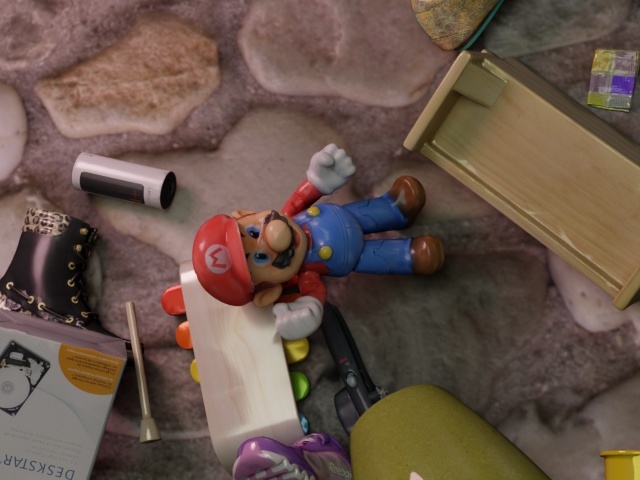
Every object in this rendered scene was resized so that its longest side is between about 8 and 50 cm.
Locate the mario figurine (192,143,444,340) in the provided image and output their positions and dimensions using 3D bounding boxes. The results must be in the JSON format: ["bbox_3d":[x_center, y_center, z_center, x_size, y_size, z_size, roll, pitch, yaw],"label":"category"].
[{"bbox_3d":[0.000,0.000,1.621,0.320,0.170,0.198,-11,36,-25],"label":"mario figurine"}]

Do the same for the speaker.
[{"bbox_3d":[-0.267,-0.082,1.820,0.136,0.055,0.055,13,79,15],"label":"speaker"}]

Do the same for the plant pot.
[{"bbox_3d":[0.156,0.319,1.535,0.274,0.275,0.293,-31,53,3],"label":"plant pot"}]

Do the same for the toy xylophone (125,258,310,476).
[{"bbox_3d":[-0.124,0.147,1.714,0.236,0.081,0.323,-7,74,10],"label":"toy xylophone"}]

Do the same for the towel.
[{"bbox_3d":[0.381,-0.211,1.736,0.060,0.009,0.083,10,78,14],"label":"towel"}]

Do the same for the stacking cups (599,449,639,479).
[{"bbox_3d":[0.369,0.402,1.532,0.096,0.096,0.316,0,75,12],"label":"stacking cups"}]

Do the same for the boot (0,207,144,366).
[{"bbox_3d":[-0.325,0.062,1.781,0.236,0.085,0.179,15,76,14],"label":"boot"}]

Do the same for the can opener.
[{"bbox_3d":[0.035,0.159,1.688,0.073,0.059,0.186,-23,72,6],"label":"can opener"}]

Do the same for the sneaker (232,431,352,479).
[{"bbox_3d":[-0.019,0.275,1.599,0.095,0.236,0.105,-17,54,30],"label":"sneaker"}]

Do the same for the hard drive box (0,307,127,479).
[{"bbox_3d":[-0.360,0.220,1.663,0.181,0.089,0.232,15,99,-14],"label":"hard drive box"}]

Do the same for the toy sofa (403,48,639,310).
[{"bbox_3d":[0.301,-0.082,1.665,0.362,0.177,0.150,39,111,18],"label":"toy sofa"}]

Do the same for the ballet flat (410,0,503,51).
[{"bbox_3d":[0.245,-0.408,1.752,0.123,0.123,0.348,39,89,18],"label":"ballet flat"}]
